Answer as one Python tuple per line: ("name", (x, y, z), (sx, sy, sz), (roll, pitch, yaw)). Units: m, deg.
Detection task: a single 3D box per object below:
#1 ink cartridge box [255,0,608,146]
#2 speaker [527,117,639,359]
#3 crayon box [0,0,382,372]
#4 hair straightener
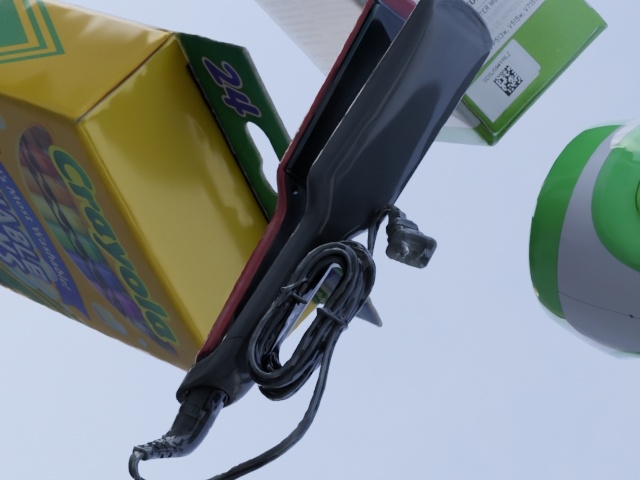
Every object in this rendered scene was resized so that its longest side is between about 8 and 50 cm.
("ink cartridge box", (0.012, -0.175, 1.073), (0.255, 0.097, 0.189), (46, -9, -15))
("speaker", (0.246, 0.023, 0.892), (0.296, 0.131, 0.131), (16, -61, 39))
("crayon box", (-0.133, -0.037, 1.105), (0.323, 0.083, 0.203), (19, -35, 45))
("hair straightener", (0.000, 0.000, 0.745), (0.047, 0.230, 0.089), (41, -16, -27))
